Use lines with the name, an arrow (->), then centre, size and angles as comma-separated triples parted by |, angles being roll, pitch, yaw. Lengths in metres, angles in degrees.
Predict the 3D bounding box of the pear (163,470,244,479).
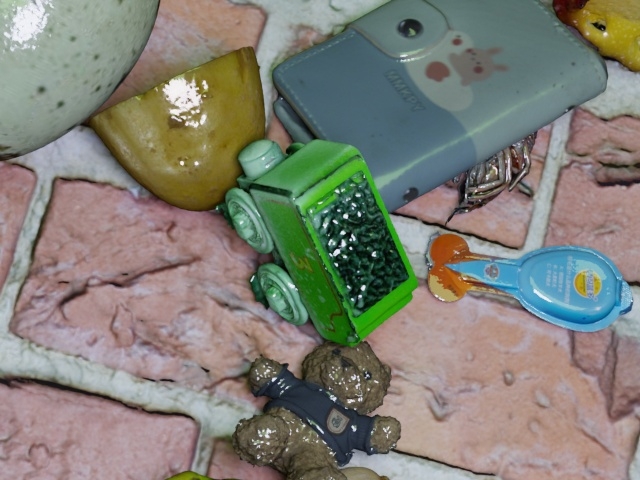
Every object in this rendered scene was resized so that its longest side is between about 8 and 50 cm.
pear -> -0.097, 0.341, 1.760 | 0.187, 0.187, 0.219 | -19, 78, -15

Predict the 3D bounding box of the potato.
potato -> -0.139, -0.113, 1.926 | 0.203, 0.178, 0.158 | -30, 94, -29

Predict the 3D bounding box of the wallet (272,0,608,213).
wallet -> 0.135, -0.192, 2.013 | 0.360, 0.083, 0.252 | -29, 62, -16

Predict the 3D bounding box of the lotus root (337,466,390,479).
lotus root -> 0.014, 0.292, 1.857 | 0.150, 0.062, 0.073 | -20, 75, -17

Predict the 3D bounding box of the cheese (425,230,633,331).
cheese -> 0.248, 0.047, 1.998 | 0.256, 0.037, 0.106 | 9, 69, -5

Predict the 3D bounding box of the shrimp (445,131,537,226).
shrimp -> 0.203, -0.089, 2.019 | 0.190, 0.075, 0.073 | -50, 117, -16

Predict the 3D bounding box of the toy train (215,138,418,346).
toy train -> 0.000, 0.000, 1.864 | 0.132, 0.188, 0.243 | -36, 117, -23

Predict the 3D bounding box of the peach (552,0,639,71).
peach -> 0.469, -0.327, 2.055 | 0.362, 0.257, 0.201 | 5, 69, 6

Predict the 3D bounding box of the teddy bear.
teddy bear -> -0.014, 0.201, 1.848 | 0.182, 0.129, 0.251 | 39, 42, 2

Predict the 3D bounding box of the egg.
egg -> -0.333, -0.259, 1.873 | 0.288, 0.287, 0.379 | 26, 82, 0
